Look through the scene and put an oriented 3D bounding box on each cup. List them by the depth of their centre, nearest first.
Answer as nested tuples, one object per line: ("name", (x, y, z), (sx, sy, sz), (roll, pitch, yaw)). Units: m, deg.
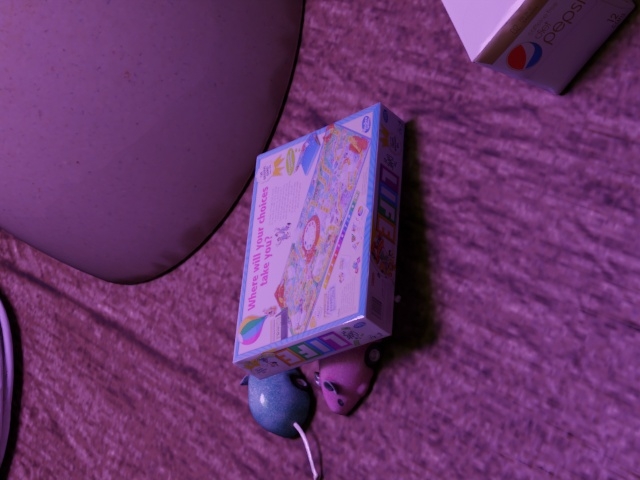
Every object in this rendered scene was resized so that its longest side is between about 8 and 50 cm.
("cup", (-0.205, -0.154, 1.354), (0.331, 0.237, 0.331), (-25, 57, 47))

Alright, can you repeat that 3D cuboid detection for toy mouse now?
("toy mouse", (-0.010, 0.078, 1.169), (0.161, 0.031, 0.143), (-15, 64, 50))

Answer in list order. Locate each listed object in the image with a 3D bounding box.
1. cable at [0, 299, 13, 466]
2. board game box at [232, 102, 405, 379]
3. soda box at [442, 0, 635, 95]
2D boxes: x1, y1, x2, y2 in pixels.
("cable", (-0.345, 0.147, 1.546), (0.257, 0.089, 0.257), (-6, 72, 53))
("board game box", (0.000, 0.000, 1.154), (0.103, 0.026, 0.154), (-21, 49, 35))
("soda box", (0.099, -0.186, 1.099), (0.074, 0.069, 0.216), (-50, 42, 29))
